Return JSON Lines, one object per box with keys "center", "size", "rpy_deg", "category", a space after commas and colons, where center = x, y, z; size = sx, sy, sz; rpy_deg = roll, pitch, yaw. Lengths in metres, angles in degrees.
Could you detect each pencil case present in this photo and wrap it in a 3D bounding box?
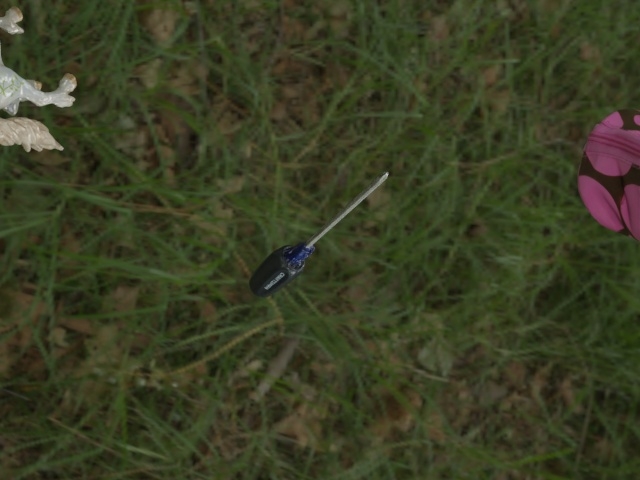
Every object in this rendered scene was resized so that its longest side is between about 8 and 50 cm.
{"center": [0.231, -0.024, 0.659], "size": [0.098, 0.209, 0.095], "rpy_deg": [22, 97, -22], "category": "pencil case"}

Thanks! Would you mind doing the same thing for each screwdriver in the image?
{"center": [0.000, 0.000, 0.678], "size": [0.024, 0.170, 0.025], "rpy_deg": [-30, 88, -38], "category": "screwdriver"}

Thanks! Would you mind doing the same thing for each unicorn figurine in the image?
{"center": [-0.218, -0.128, 0.676], "size": [0.162, 0.060, 0.111], "rpy_deg": [54, 33, 12], "category": "unicorn figurine"}
